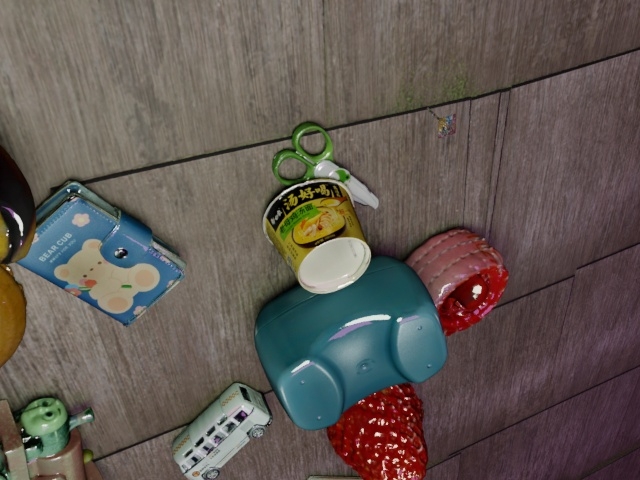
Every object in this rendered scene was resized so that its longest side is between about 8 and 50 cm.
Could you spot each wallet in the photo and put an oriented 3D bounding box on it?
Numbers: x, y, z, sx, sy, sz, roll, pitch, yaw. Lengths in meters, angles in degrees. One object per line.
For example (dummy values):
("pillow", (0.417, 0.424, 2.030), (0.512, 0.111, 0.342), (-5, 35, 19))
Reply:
("wallet", (-0.293, 0.021, 0.776), (0.141, 0.059, 0.202), (-40, 129, 8))

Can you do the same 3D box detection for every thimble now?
("thimble", (0.238, 0.080, 1.065), (0.190, 0.125, 0.163), (-34, 133, -6))

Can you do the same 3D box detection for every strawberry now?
("strawberry", (0.121, 0.378, 1.114), (0.205, 0.244, 0.205), (-12, 126, -17))

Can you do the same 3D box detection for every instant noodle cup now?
("instant noodle cup", (0.000, 0.000, 0.868), (0.152, 0.122, 0.151), (-14, 139, -12))

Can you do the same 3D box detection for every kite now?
("kite", (0.203, -0.199, 0.945), (0.044, 0.002, 0.078), (-37, 131, -3))

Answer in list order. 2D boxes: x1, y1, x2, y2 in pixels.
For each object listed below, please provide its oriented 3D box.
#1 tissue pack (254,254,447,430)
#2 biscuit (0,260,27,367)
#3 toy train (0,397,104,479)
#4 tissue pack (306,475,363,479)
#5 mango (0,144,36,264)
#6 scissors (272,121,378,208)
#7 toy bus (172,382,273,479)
("tissue pack", (0.040, 0.149, 0.937), (0.287, 0.206, 0.198), (-26, 127, -6))
("biscuit", (-0.512, 0.108, 0.725), (0.262, 0.037, 0.262), (-14, 125, -21))
("toy train", (-0.447, 0.364, 0.868), (0.222, 0.150, 0.304), (-14, 125, -33))
("tissue pack", (0.075, 0.641, 1.371), (0.325, 0.071, 0.170), (19, 107, -36))
("mango", (-0.435, -0.068, 0.577), (0.201, 0.152, 0.287), (-39, 131, -6))
("scissors", (0.020, -0.097, 0.893), (0.204, 0.027, 0.101), (31, 106, -38))
("toy bus", (-0.182, 0.344, 1.031), (0.194, 0.087, 0.089), (-43, 123, 3))
